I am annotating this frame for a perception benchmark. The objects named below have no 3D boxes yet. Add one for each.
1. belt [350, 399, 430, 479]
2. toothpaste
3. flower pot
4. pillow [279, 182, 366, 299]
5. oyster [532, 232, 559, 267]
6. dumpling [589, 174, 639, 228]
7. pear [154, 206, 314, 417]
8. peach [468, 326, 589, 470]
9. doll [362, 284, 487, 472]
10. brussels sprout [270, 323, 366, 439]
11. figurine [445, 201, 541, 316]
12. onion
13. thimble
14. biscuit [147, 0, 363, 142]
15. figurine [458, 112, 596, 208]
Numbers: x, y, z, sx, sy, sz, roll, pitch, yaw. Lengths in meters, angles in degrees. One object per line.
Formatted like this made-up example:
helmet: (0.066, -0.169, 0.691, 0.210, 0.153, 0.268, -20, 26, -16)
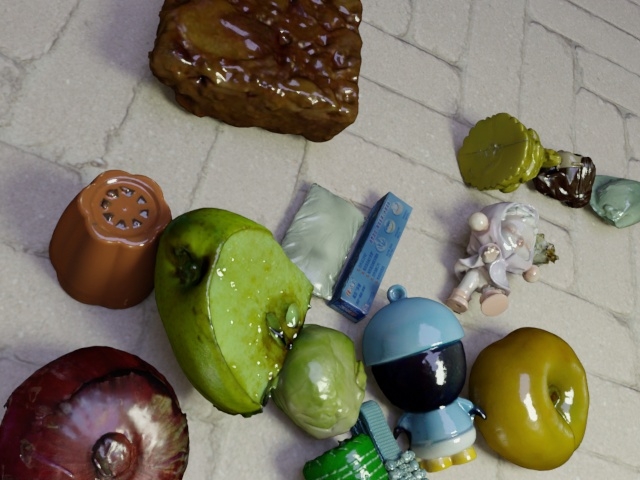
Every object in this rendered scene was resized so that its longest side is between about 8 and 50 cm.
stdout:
belt: (0.105, 0.340, 1.066, 0.065, 0.100, 0.179, -12, 67, -34)
toothpaste: (0.097, 0.026, 1.257, 0.066, 0.053, 0.272, 35, 54, -10)
flower pot: (-0.306, -0.009, 1.011, 0.191, 0.173, 0.190, 11, 62, -21)
pillow: (0.000, 0.000, 1.224, 0.128, 0.051, 0.229, 33, 53, -9)
oyster: (0.456, 0.027, 1.438, 0.132, 0.029, 0.086, -4, 60, -24)
dumpling: (0.722, -0.109, 1.587, 0.217, 0.105, 0.149, -14, 78, -26)
pear: (-0.154, 0.092, 0.965, 0.255, 0.164, 0.238, 55, 45, -38)
peach: (0.378, 0.282, 1.193, 0.251, 0.153, 0.251, 6, 79, -34)
doll: (0.172, 0.226, 1.135, 0.177, 0.141, 0.314, -16, 83, 1)
brussels sprout: (-0.013, 0.220, 1.058, 0.145, 0.131, 0.183, 23, 53, -39)
figurine: (0.345, 0.032, 1.324, 0.200, 0.133, 0.276, 42, 58, -15)
onion: (-0.286, 0.262, 0.866, 0.246, 0.190, 0.246, 6, 78, -31)
thimble: (0.038, 0.352, 1.010, 0.118, 0.130, 0.090, -30, 78, 5)
biscuit: (-0.116, -0.374, 1.296, 0.395, 0.166, 0.342, 15, 61, -16)
figurine: (0.490, -0.173, 1.489, 0.315, 0.187, 0.168, 6, 57, -32)
